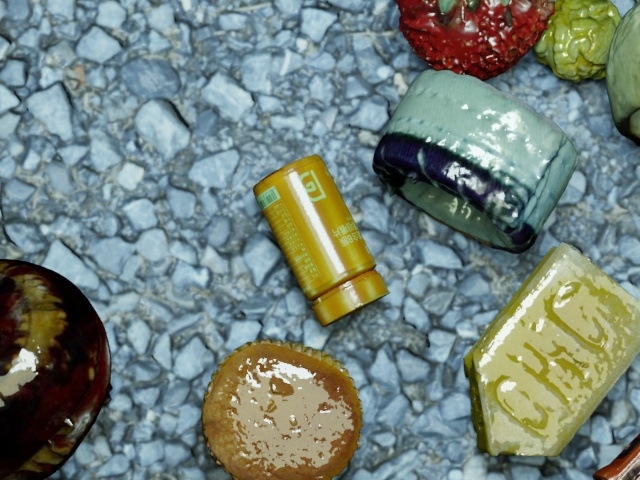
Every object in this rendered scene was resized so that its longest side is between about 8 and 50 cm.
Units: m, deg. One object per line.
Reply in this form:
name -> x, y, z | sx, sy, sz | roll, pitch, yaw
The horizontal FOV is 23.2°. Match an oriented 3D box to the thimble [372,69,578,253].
thimble -> 0.185, -0.091, 1.828 | 0.237, 0.237, 0.150 | 28, 82, 1

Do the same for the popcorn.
popcorn -> 0.319, -0.249, 1.921 | 0.116, 0.121, 0.106 | -29, 125, 19

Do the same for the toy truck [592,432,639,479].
toy truck -> 0.413, 0.275, 1.857 | 0.252, 0.107, 0.114 | -43, 86, -7

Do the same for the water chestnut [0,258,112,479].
water chestnut -> -0.358, 0.163, 1.790 | 0.300, 0.300, 0.300 | 0, 83, -2

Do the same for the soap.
soap -> 0.270, 0.149, 1.879 | 0.160, 0.080, 0.257 | 38, 83, 3

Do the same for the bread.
bread -> -0.046, 0.210, 1.849 | 0.199, 0.104, 0.199 | 0, 86, -2

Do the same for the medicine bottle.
medicine bottle -> 0.000, 0.000, 1.878 | 0.096, 0.096, 0.192 | -27, 84, -5

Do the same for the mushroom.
mushroom -> 0.438, -0.213, 1.857 | 0.267, 0.189, 0.164 | -5, 75, -34

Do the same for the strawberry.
strawberry -> 0.184, -0.266, 1.869 | 0.184, 0.201, 0.187 | 32, 63, 27
